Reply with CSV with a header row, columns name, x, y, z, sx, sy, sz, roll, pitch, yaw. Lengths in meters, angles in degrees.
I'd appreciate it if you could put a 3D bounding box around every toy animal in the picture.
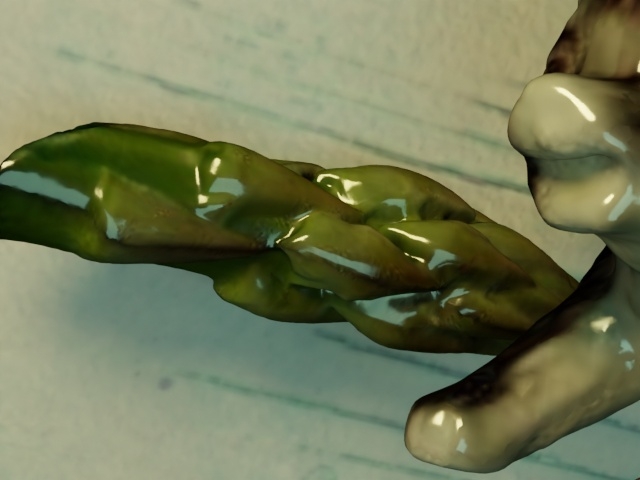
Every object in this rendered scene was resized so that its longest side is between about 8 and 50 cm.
name,x,y,z,sx,sy,sz,roll,pitch,yaw
toy animal,0.203,-0.039,0.745,0.344,0.194,0.303,7,91,-40

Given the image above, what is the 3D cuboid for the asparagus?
name,x,y,z,sx,sy,sz,roll,pitch,yaw
asparagus,0.000,0.000,0.763,0.287,0.080,0.080,17,105,-19
